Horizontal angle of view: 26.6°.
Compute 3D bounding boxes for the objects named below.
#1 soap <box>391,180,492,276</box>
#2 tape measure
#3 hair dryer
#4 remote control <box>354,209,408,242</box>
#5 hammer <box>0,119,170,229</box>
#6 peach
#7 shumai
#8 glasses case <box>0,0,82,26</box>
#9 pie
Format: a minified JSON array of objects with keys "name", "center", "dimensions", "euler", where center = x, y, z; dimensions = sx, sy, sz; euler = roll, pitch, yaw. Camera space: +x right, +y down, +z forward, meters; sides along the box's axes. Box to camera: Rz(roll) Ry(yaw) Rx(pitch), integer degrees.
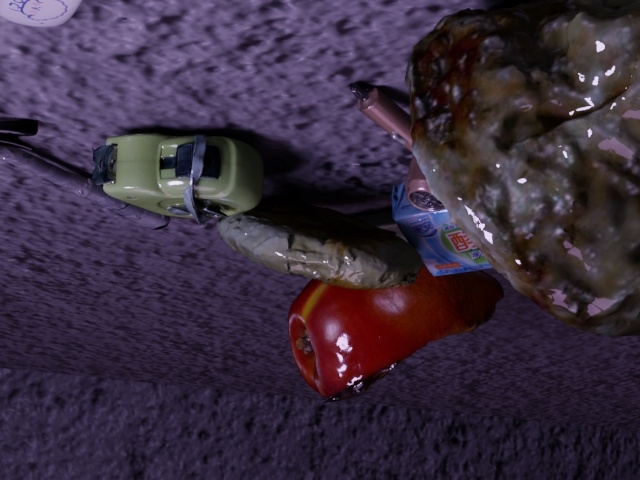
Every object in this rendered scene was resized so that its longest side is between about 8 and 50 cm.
[{"name":"soap","center":[0.235,-0.031,1.819],"dimensions":[0.293,0.077,0.156],"euler":[-10,138,30]},{"name":"tape measure","center":[-0.160,-0.075,1.702],"dimensions":[0.175,0.106,0.200],"euler":[-3,165,25]},{"name":"hair dryer","center":[0.097,-0.123,1.568],"dimensions":[0.182,0.117,0.064],"euler":[35,149,-29]},{"name":"remote control","center":[0.111,-0.020,1.997],"dimensions":[0.309,0.038,0.090],"euler":[-9,161,31]},{"name":"hammer","center":[-0.343,-0.080,1.818],"dimensions":[0.152,0.044,0.427],"euler":[-8,163,25]},{"name":"peach","center":[0.104,0.098,2.095],"dimensions":[0.362,0.201,0.258],"euler":[-27,173,-17]},{"name":"shumai","center":[0.291,-0.134,1.211],"dimensions":[0.395,0.395,0.348],"euler":[12,135,-34]},{"name":"glasses case","center":[-0.247,-0.245,1.229],"dimensions":[0.076,0.049,0.197],"euler":[8,162,-23]},{"name":"pie","center":[0.000,0.000,1.815],"dimensions":[0.306,0.071,0.306],"euler":[12,-167,-3]}]
